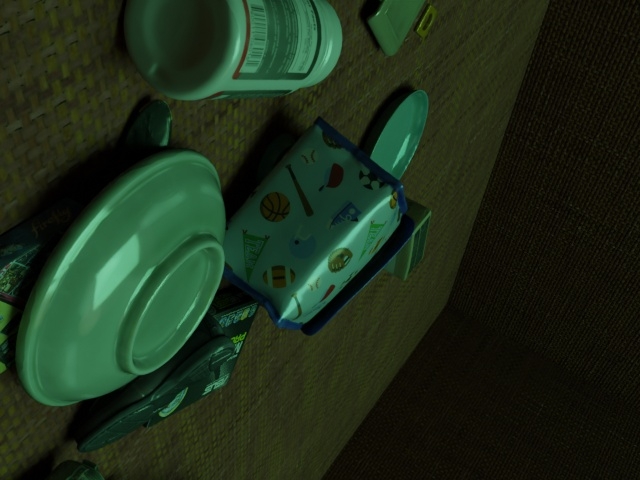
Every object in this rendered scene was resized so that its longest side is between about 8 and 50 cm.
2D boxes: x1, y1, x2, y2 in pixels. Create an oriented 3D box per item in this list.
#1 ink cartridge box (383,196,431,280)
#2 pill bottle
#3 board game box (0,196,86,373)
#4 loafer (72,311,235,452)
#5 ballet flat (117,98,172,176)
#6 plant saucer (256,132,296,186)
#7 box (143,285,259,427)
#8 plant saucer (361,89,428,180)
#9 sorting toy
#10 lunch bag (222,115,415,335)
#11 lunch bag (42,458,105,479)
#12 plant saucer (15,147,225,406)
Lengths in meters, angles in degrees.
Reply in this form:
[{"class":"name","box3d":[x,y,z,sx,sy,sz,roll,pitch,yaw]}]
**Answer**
[{"class":"ink cartridge box","box3d":[0.124,-0.038,1.660,0.088,0.235,0.193,-50,157,-29]},{"class":"pill bottle","box3d":[-0.094,-0.261,0.914,0.283,0.161,0.161,-23,138,-61]},{"class":"board game box","box3d":[-0.371,0.074,0.859,0.243,0.042,0.165,-43,155,-42]},{"class":"loafer","box3d":[-0.282,0.228,1.189,0.303,0.095,0.109,-36,160,1]},{"class":"ballet flat","box3d":[-0.239,-0.107,0.958,0.173,0.058,0.049,-67,-158,18]},{"class":"plant saucer","box3d":[-0.075,-0.140,1.339,0.119,0.021,0.119,-51,159,-28]},{"class":"box","box3d":[-0.232,0.209,1.370,0.270,0.060,0.216,-15,130,-64]},{"class":"plant saucer","box3d":[0.171,-0.231,1.801,0.317,0.044,0.317,-49,157,-30]},{"class":"sorting toy","box3d":[0.159,-0.480,1.423,0.196,0.047,0.348,-57,160,1]},{"class":"lunch bag","box3d":[0.000,0.000,1.369,0.328,0.239,0.385,-47,169,-2]},{"class":"lunch bag","box3d":[-0.434,0.507,1.077,0.305,0.213,0.255,-37,129,-53]},{"class":"plant saucer","box3d":[-0.232,0.071,1.000,0.400,0.101,0.400,-56,166,-21]}]
